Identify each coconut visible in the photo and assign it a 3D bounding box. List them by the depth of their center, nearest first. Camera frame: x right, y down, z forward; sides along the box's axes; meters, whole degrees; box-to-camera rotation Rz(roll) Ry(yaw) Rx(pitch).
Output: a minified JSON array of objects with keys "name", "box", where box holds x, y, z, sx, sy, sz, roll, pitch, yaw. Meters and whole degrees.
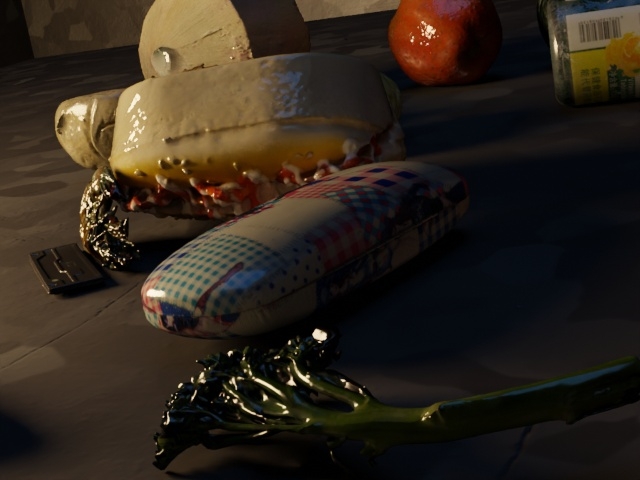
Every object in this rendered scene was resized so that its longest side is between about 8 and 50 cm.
[{"name":"coconut","box":[-0.159,-0.292,1.737,0.239,0.239,0.244,4,21,41]}]

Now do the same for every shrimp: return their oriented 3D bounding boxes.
[{"name":"shrimp","box":[-0.205,-0.020,1.061,0.034,0.091,0.161,0,17,-27]}]

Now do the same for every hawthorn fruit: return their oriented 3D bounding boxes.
[{"name":"hawthorn fruit","box":[0.194,-0.322,1.732,0.189,0.189,0.189,-9,16,3]}]

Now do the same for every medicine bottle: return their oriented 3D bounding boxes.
[{"name":"medicine bottle","box":[0.433,-0.252,1.384,0.293,0.141,0.141,-6,16,13]}]

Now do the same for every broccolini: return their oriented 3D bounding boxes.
[{"name":"broccolini","box":[0.043,0.078,0.605,0.271,0.062,0.123,-8,30,27]}]

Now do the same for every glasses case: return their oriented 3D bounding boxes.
[{"name":"glasses case","box":[0.000,0.000,0.877,0.125,0.076,0.327,0,18,38]}]

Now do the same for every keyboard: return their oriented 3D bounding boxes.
[{"name":"keyboard","box":[-0.240,0.026,1.052,0.053,0.010,0.155,-14,16,-18]}]

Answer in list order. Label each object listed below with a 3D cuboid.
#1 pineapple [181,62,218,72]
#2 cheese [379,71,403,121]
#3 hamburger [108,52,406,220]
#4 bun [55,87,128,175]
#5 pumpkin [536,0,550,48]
[{"name":"pineapple","box":[-0.075,-0.187,1.548,0.251,0.125,0.125,1,18,18]},{"name":"cheese","box":[0.026,-0.152,1.365,0.123,0.094,0.167,-1,18,21]},{"name":"hamburger","box":[-0.065,-0.092,1.120,0.295,0.151,0.227,-10,-2,18]},{"name":"bun","box":[-0.254,-0.141,1.468,0.173,0.113,0.166,-8,8,10]},{"name":"pumpkin","box":[0.437,-0.349,1.696,0.220,0.162,0.220,-10,27,5]}]
